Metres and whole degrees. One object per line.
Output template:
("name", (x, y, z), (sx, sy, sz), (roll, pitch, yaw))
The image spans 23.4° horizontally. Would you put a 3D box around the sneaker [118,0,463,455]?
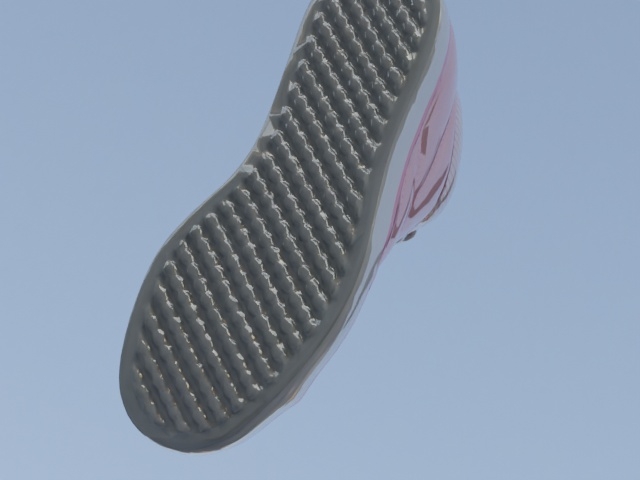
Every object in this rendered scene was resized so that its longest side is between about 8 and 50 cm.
("sneaker", (0.000, 0.000, 0.398), (0.051, 0.134, 0.070), (22, -15, 19))
